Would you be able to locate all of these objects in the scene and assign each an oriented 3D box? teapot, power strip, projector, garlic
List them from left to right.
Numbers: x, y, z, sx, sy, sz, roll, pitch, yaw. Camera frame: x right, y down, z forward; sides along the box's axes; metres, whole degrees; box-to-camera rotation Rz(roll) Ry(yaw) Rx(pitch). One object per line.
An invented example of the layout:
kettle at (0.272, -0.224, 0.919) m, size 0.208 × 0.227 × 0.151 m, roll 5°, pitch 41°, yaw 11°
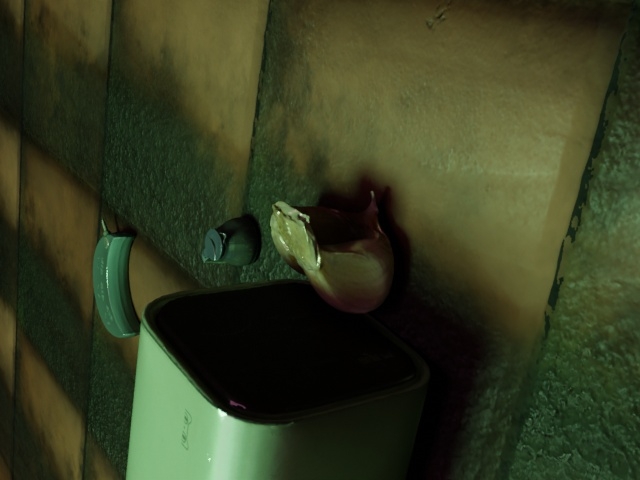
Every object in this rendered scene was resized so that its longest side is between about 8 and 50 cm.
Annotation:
power strip at (-0.367, 0.066, 1.411) m, size 0.137 × 0.044 × 0.216 m, roll -6°, pitch 90°, yaw 54°
teapot at (-0.126, 0.008, 1.064) m, size 0.088 × 0.057 × 0.066 m, roll -43°, pitch 60°, yaw 47°
projector at (-0.054, 0.207, 0.832) m, size 0.248 × 0.248 × 0.249 m, roll 34°, pitch 121°, yaw 47°
garlic at (0.009, 0.005, 0.862) m, size 0.174 × 0.099 × 0.124 m, roll 37°, pitch 142°, yaw 50°
